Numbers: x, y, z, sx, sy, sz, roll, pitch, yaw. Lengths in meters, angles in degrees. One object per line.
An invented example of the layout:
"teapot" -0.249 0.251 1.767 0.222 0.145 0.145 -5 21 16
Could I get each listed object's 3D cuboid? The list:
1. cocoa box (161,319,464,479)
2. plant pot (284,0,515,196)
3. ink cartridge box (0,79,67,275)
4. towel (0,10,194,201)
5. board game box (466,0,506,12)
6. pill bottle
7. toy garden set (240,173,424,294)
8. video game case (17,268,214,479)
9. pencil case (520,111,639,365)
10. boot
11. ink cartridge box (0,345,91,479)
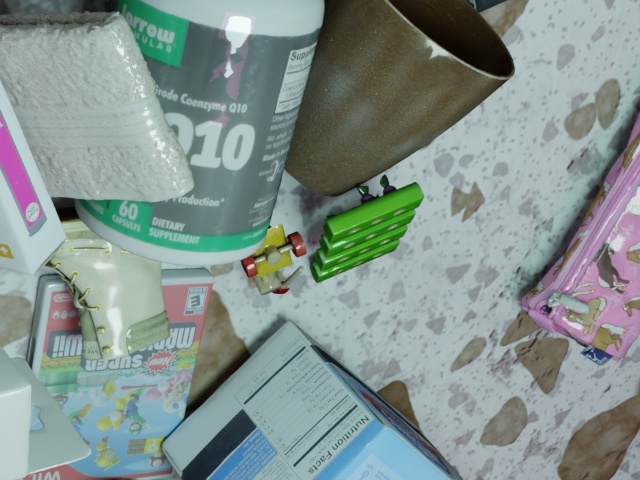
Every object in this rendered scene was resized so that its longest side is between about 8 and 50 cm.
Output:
"cocoa box" 0.024 0.308 1.712 0.231 0.228 0.347 -45 135 0
"plant pot" 0.050 -0.164 1.485 0.215 0.215 0.230 20 123 -38
"ink cartridge box" -0.366 -0.135 1.243 0.069 0.176 0.371 -54 142 -36
"towel" -0.261 -0.123 1.270 0.049 0.282 0.187 -57 138 -40
"board game box" 0.203 -0.330 1.572 0.186 0.026 0.126 -25 128 -16
"pill bottle" -0.112 -0.175 1.358 0.204 0.204 0.361 -1 118 -31
"toy garden set" 0.000 0.000 1.573 0.204 0.049 0.244 -23 169 -10
"video game case" -0.243 0.164 1.608 0.204 0.025 0.285 -2 119 -31
"pencil case" 0.416 -0.034 1.808 0.160 0.167 0.386 28 104 -4
"boot" -0.256 0.048 1.468 0.213 0.077 0.165 -9 105 -32
"ink cartridge box" -0.419 0.157 1.364 0.354 0.207 0.119 -11 124 -33
